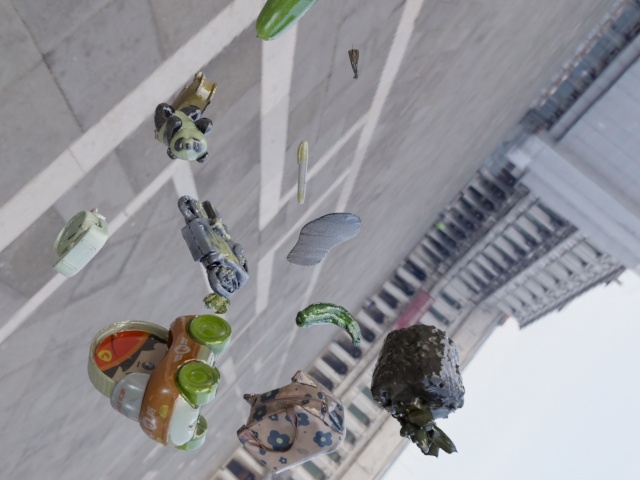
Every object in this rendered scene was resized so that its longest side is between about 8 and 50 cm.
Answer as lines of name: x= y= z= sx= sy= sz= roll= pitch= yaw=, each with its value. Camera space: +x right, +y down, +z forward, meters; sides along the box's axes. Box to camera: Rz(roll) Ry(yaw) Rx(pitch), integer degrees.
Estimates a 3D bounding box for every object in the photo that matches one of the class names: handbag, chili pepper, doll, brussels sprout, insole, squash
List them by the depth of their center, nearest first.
chili pepper: x=0.014 y=0.129 z=1.135 sx=0.035 sy=0.118 sz=0.055 roll=-24 pitch=-133 yaw=60
squash: x=-0.031 y=-0.518 z=1.430 sx=0.292 sy=0.082 sz=0.082 roll=-34 pitch=-178 yaw=33
insole: x=0.000 y=0.000 z=1.614 sx=0.348 sy=0.119 sz=0.009 roll=131 pitch=-33 yaw=-63
handbag: x=-0.082 y=0.473 z=1.862 sx=0.252 sy=0.193 sz=0.190 roll=-29 pitch=-147 yaw=22
doll: x=-0.407 y=-0.320 z=2.083 sx=0.144 sy=0.234 sz=0.135 roll=-2 pitch=120 yaw=-35
brussels sprout: x=-0.327 y=0.193 z=2.209 sx=0.085 sy=0.058 sz=0.085 roll=-13 pitch=137 yaw=-13

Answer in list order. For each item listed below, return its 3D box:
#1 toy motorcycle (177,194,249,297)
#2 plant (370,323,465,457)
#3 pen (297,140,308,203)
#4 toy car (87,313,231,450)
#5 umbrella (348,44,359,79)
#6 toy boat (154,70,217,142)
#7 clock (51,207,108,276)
toy motorcycle: x=-0.163 y=0.013 z=1.120 sx=0.061 sy=0.193 sz=0.124 roll=-34 pitch=154 yaw=16
plant: x=0.246 y=0.387 z=1.769 sx=0.213 sy=0.215 sz=0.312 roll=-17 pitch=-132 yaw=32
pen: x=-0.068 y=-0.242 z=2.509 sx=0.040 sy=0.032 sz=0.233 roll=-6 pitch=112 yaw=-27
toy car: x=-0.270 y=0.213 z=1.142 sx=0.235 sy=0.235 sz=0.145 roll=-40 pitch=153 yaw=-52
umbrella: x=0.082 y=-0.425 z=1.674 sx=0.020 sy=0.031 sz=0.083 roll=-34 pitch=125 yaw=-56
toy boat: x=-0.446 y=-0.424 z=2.283 sx=0.321 sy=0.089 sz=0.121 roll=-39 pitch=-143 yaw=37
clock: x=-0.591 y=-0.007 z=1.725 sx=0.151 sy=0.062 sz=0.191 roll=-45 pitch=-148 yaw=8
